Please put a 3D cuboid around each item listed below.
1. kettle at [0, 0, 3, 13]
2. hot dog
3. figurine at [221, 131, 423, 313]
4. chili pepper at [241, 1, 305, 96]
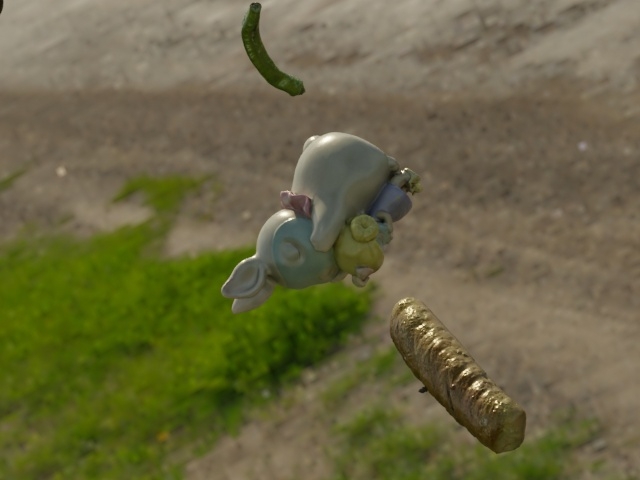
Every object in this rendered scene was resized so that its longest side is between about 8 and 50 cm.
[{"bbox_3d":[-0.240,-0.211,0.930,0.160,0.210,0.243,-48,21,26],"label":"kettle"},{"bbox_3d":[0.162,0.163,2.237,0.061,0.088,0.286,-9,29,-26],"label":"hot dog"},{"bbox_3d":[0.000,0.000,2.097,0.235,0.155,0.127,-59,-10,-17],"label":"figurine"},{"bbox_3d":[-0.034,-0.126,1.209,0.030,0.083,0.017,-17,42,23],"label":"chili pepper"}]
